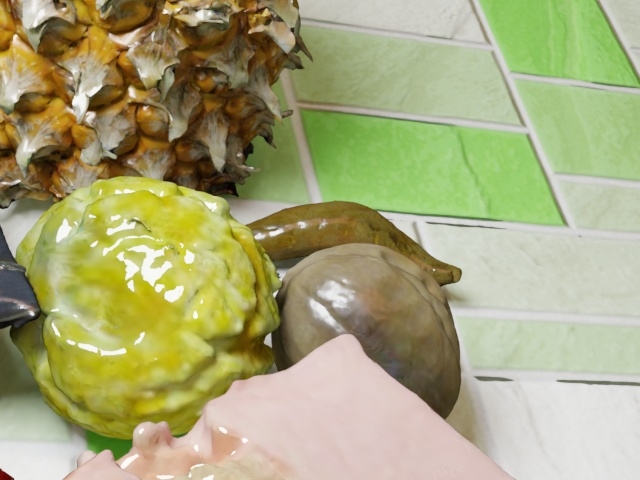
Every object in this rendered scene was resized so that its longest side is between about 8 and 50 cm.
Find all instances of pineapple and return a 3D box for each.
[{"bbox_3d":[-0.162,-0.202,1.035,0.352,0.300,0.352,11,47,-12],"label":"pineapple"}]

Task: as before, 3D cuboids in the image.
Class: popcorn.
[{"bbox_3d":[-0.126,0.044,0.901,0.198,0.212,0.198,0,91,-24],"label":"popcorn"}]

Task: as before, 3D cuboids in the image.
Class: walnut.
[{"bbox_3d":[0.035,0.077,0.947,0.162,0.140,0.140,33,41,-12],"label":"walnut"}]

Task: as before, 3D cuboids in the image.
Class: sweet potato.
[{"bbox_3d":[-0.002,-0.002,1.075,0.249,0.059,0.069,9,82,-14],"label":"sweet potato"}]

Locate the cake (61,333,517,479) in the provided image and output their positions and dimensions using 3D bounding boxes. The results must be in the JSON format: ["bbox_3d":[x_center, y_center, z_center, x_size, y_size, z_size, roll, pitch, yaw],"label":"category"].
[{"bbox_3d":[-0.033,0.254,0.623,0.307,0.314,0.293,-26,59,-38],"label":"cake"}]

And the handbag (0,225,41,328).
[{"bbox_3d":[-0.330,0.018,0.861,0.254,0.089,0.211,-22,54,-8],"label":"handbag"}]

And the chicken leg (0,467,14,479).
[{"bbox_3d":[-0.252,0.166,0.805,0.219,0.048,0.089,14,47,-10],"label":"chicken leg"}]
